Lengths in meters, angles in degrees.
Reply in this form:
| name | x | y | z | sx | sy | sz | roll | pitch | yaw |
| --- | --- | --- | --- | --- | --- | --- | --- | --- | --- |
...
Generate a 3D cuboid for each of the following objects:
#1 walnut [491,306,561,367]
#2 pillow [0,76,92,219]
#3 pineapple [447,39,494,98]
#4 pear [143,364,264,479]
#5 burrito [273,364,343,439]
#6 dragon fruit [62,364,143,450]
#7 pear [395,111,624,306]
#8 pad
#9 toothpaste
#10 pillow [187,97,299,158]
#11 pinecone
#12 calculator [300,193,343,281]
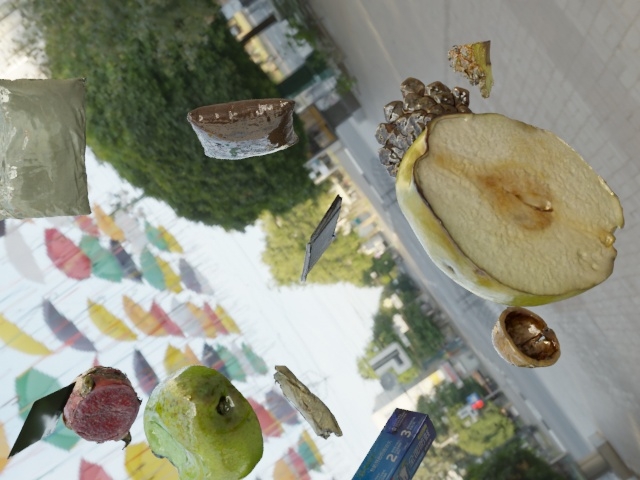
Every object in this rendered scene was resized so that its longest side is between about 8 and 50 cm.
| name | x | y | z | sx | sy | sz | roll | pitch | yaw |
| --- | --- | --- | --- | --- | --- | --- | --- | --- | --- |
| walnut | 0.487 | 0.249 | 1.796 | 0.211 | 0.087 | 0.167 | 5 | -128 | -39 |
| pillow | -0.433 | -0.139 | 1.127 | 0.050 | 0.148 | 0.229 | -128 | 40 | -56 |
| pineapple | 0.286 | -0.314 | 1.329 | 0.114 | 0.077 | 0.114 | 61 | 173 | -10 |
| pear | -0.253 | 0.387 | 1.537 | 0.292 | 0.159 | 0.292 | 27 | 136 | 29 |
| burrito | -0.033 | 0.379 | 1.702 | 0.229 | 0.063 | 0.058 | 42 | -179 | 27 |
| dragon fruit | -0.608 | 0.449 | 2.022 | 0.147 | 0.211 | 0.282 | 44 | 158 | 47 |
| pear | 0.301 | -0.033 | 1.265 | 0.386 | 0.340 | 0.191 | 27 | 148 | -4 |
| pad | -0.616 | 0.395 | 1.630 | 0.003 | 0.143 | 0.211 | 26 | -178 | 5 |
| toothpaste | 0.103 | 0.445 | 1.325 | 0.076 | 0.320 | 0.066 | 4 | 131 | 40 |
| pillow | -0.219 | -0.327 | 2.178 | 0.308 | 0.305 | 0.108 | 88 | 175 | -76 |
| pinecone | 0.219 | -0.210 | 1.504 | 0.202 | 0.229 | 0.201 | 28 | -174 | 23 |
| calculator | -0.001 | 0.000 | 1.919 | 0.028 | 0.165 | 0.274 | 31 | 155 | 9 |
